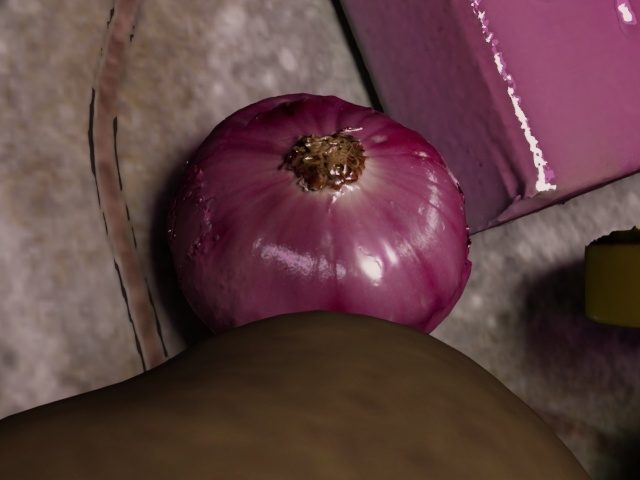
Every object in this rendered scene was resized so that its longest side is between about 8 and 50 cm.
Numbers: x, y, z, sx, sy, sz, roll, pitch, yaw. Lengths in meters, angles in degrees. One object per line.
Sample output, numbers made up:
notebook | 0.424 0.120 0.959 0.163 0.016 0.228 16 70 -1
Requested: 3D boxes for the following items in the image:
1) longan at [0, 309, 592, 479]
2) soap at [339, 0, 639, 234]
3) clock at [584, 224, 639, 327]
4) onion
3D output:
longan | -0.017 0.132 0.405 0.248 0.248 0.248 14 66 -35
soap | 0.087 -0.145 0.675 0.181 0.081 0.259 -17 86 -41
clock | 0.256 0.032 0.624 0.293 0.277 0.071 3 88 -38
onion | 0.000 0.000 0.552 0.115 0.104 0.115 -3 53 4
